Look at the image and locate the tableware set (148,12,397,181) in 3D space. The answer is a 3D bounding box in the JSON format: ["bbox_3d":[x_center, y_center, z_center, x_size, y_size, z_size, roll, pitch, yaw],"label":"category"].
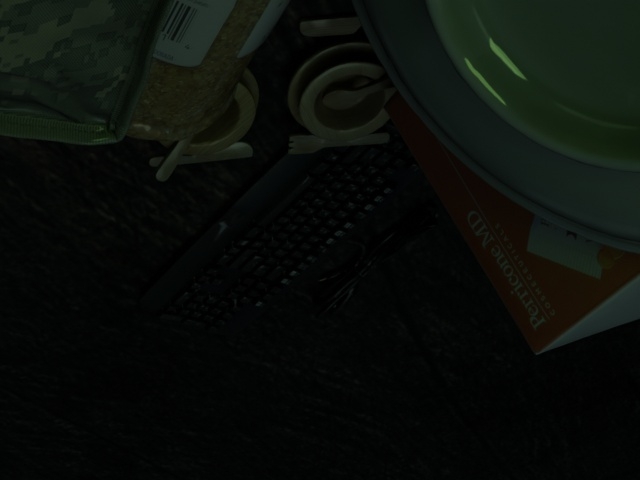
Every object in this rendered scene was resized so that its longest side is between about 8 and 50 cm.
[{"bbox_3d":[-0.031,-0.095,0.967,0.194,0.039,0.128,-7,138,-12],"label":"tableware set"}]

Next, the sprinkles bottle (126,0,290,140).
[{"bbox_3d":[-0.047,-0.188,0.711,0.121,0.121,0.355,1,154,-24],"label":"sprinkles bottle"}]

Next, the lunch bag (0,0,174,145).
[{"bbox_3d":[-0.132,-0.212,0.558,0.169,0.235,0.287,0,146,-29],"label":"lunch bag"}]

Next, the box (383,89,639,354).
[{"bbox_3d":[0.237,-0.114,0.863,0.168,0.215,0.345,-13,155,-42],"label":"box"}]

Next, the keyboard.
[{"bbox_3d":[0.000,0.000,1.170,0.201,0.033,0.317,11,142,-37],"label":"keyboard"}]

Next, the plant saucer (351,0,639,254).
[{"bbox_3d":[0.162,-0.148,0.668,0.400,0.400,0.100,-46,178,42],"label":"plant saucer"}]
